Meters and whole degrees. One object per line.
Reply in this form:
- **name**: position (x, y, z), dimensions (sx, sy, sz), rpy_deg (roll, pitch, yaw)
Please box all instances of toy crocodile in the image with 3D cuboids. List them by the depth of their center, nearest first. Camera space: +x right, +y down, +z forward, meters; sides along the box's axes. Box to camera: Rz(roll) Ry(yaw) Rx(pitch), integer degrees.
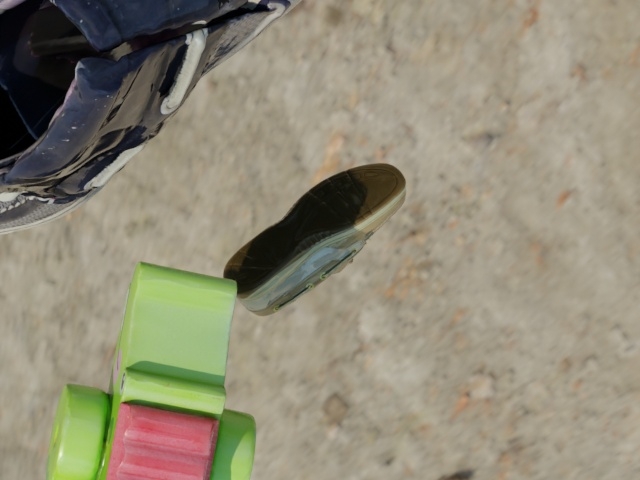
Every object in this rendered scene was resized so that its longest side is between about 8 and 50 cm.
- **toy crocodile**: position (-0.111, 0.181, 1.134), dimensions (0.115, 0.105, 0.341), rpy_deg (17, 83, -12)

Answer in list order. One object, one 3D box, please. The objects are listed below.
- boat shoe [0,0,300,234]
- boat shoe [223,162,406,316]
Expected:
- **boat shoe**: position (-0.152, -0.068, 0.946), dimensions (0.127, 0.340, 0.158), rpy_deg (53, 49, -1)
- **boat shoe**: position (0.000, 0.000, 1.303), dimensions (0.135, 0.045, 0.050), rpy_deg (-33, 50, -2)
